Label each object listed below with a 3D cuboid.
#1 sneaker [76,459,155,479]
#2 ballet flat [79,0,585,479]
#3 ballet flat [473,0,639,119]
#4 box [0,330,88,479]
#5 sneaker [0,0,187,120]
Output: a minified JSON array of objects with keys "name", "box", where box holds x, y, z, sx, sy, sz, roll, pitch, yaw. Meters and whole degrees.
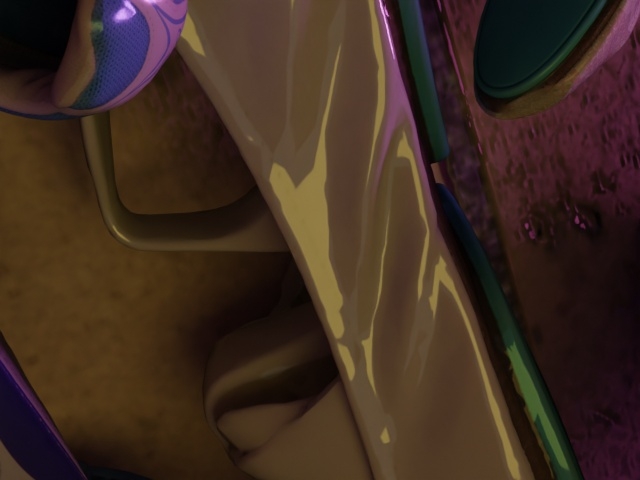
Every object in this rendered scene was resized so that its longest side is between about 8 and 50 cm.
[{"name":"sneaker","box":[-0.032,0.154,0.577,0.232,0.081,0.090,19,140,8]},{"name":"ballet flat","box":[0.000,0.000,0.556,0.139,0.139,0.400,-27,114,-15]},{"name":"ballet flat","box":[0.102,-0.107,0.567,0.052,0.057,0.168,39,65,-43]},{"name":"box","box":[-0.143,0.021,0.472,0.072,0.137,0.126,-35,120,-10]},{"name":"sneaker","box":[-0.148,-0.099,0.420,0.237,0.086,0.085,21,109,-2]}]
